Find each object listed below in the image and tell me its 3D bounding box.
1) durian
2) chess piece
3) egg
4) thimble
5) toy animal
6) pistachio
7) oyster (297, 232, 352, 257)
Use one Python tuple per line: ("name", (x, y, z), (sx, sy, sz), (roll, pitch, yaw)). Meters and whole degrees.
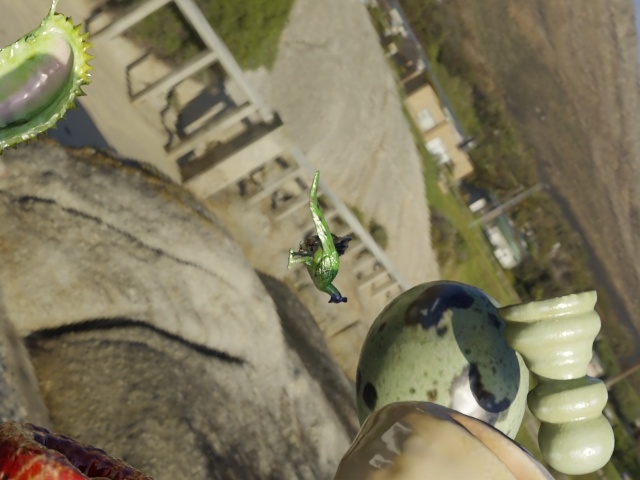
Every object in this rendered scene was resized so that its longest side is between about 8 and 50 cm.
("durian", (-0.538, -0.258, 1.669), (0.157, 0.356, 0.169), (59, -1, 34))
("chess piece", (0.343, 0.205, 1.389), (0.144, 0.144, 0.251), (28, 52, -82))
("egg", (0.198, 0.250, 1.639), (0.287, 0.288, 0.379), (-114, -148, -59))
("thimble", (-0.409, 0.451, 1.570), (0.350, 0.230, 0.350), (23, -8, 4))
("toy animal", (-0.016, 0.004, 1.395), (0.041, 0.075, 0.216), (-91, 169, -64))
("pistachio", (0.132, 0.276, 0.822), (0.309, 0.230, 0.230), (50, 1, 19))
("oyster", (0.007, 0.023, 1.899), (0.148, 0.103, 0.051), (115, -36, -78))
